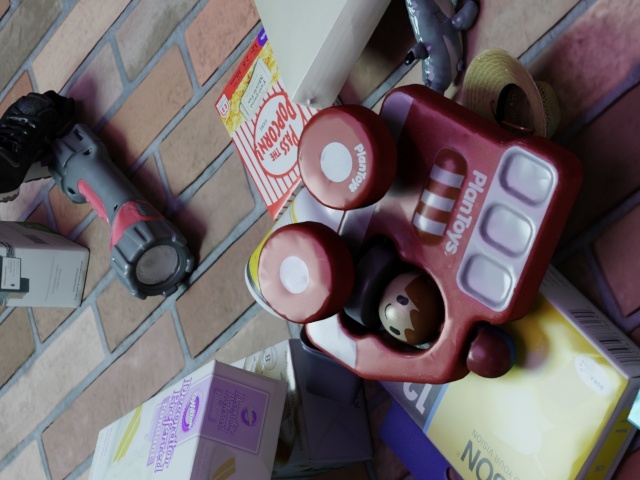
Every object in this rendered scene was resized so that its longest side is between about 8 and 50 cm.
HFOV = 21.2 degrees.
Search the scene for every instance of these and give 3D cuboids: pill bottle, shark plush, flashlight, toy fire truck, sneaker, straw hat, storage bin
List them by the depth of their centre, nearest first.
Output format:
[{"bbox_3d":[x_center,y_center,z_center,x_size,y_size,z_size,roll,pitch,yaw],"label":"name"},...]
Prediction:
[{"bbox_3d":[0.100,0.008,1.649,0.254,0.169,0.302,32,114,31],"label":"toy fire truck"},{"bbox_3d":[0.202,-0.124,1.685,0.144,0.061,0.144,35,132,51],"label":"straw hat"},{"bbox_3d":[0.109,-0.194,1.800,0.073,0.067,0.161,20,104,50],"label":"shark plush"},{"bbox_3d":[0.023,0.105,1.836,0.098,0.135,0.091,17,134,9],"label":"storage bin"},{"bbox_3d":[0.000,0.000,1.901,0.184,0.103,0.103,-51,51,37],"label":"pill bottle"},{"bbox_3d":[-0.274,-0.036,2.261,0.304,0.103,0.103,43,164,47],"label":"flashlight"},{"bbox_3d":[-0.420,-0.143,2.326,0.107,0.283,0.124,25,109,6],"label":"sneaker"}]

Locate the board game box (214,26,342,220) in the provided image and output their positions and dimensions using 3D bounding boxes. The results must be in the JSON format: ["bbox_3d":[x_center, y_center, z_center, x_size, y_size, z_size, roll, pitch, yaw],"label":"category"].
[{"bbox_3d":[-0.041,-0.141,2.007,0.147,0.045,0.193,-55,49,35],"label":"board game box"}]

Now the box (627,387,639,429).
[{"bbox_3d":[0.355,0.062,1.451,0.060,0.100,0.244,39,118,45],"label":"box"}]

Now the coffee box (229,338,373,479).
[{"bbox_3d":[-0.061,0.210,1.971,0.246,0.098,0.141,-27,67,48],"label":"coffee box"}]

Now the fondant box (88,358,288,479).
[{"bbox_3d":[-0.165,0.289,1.850,0.330,0.096,0.238,-33,41,55],"label":"fondant box"}]

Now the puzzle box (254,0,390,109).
[{"bbox_3d":[0.047,-0.378,1.851,0.409,0.052,0.272,-59,32,32],"label":"puzzle box"}]

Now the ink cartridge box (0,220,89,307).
[{"bbox_3d":[-0.461,0.030,2.389,0.160,0.219,0.092,23,106,50],"label":"ink cartridge box"}]

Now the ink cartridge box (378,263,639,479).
[{"bbox_3d":[0.171,0.166,1.707,0.303,0.072,0.307,47,122,42],"label":"ink cartridge box"}]
